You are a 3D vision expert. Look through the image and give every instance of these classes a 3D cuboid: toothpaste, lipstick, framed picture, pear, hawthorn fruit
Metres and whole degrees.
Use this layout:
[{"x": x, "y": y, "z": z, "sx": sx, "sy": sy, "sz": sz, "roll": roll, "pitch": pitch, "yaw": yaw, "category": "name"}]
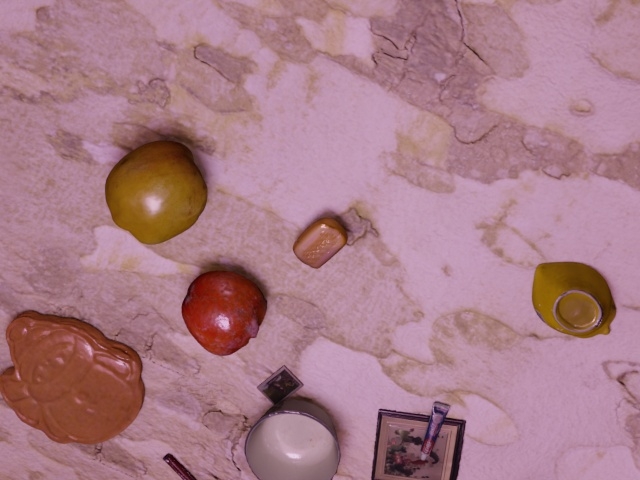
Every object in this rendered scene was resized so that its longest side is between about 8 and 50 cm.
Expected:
[{"x": 0.245, "y": 0.420, "z": 1.634, "sx": 0.037, "sy": 0.021, "sz": 0.139, "roll": 17, "pitch": 103, "yaw": 2, "category": "toothpaste"}, {"x": -0.306, "y": 0.571, "z": 1.769, "sx": 0.027, "sy": 0.027, "sz": 0.176, "roll": -38, "pitch": 98, "yaw": 18, "category": "lipstick"}, {"x": 0.216, "y": 0.474, "z": 1.672, "sx": 0.195, "sy": 0.010, "sz": 0.199, "roll": 6, "pitch": 109, "yaw": 5, "category": "framed picture"}, {"x": -0.091, "y": 0.325, "z": 1.663, "sx": 0.089, "sy": 0.006, "sz": 0.066, "roll": -40, "pitch": 100, "yaw": 18, "category": "framed picture"}, {"x": -0.317, "y": -0.096, "z": 1.455, "sx": 0.200, "sy": 0.200, "sz": 0.199, "roll": 2, "pitch": 109, "yaw": 7, "category": "pear"}, {"x": -0.202, "y": 0.146, "z": 1.534, "sx": 0.173, "sy": 0.173, "sz": 0.172, "roll": 2, "pitch": 109, "yaw": 7, "category": "hawthorn fruit"}]

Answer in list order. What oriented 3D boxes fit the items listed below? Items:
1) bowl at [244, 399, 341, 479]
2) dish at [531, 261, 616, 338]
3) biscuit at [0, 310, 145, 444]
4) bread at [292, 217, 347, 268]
[{"x": -0.055, "y": 0.438, "z": 1.642, "sx": 0.212, "sy": 0.112, "sz": 0.211, "roll": 2, "pitch": 110, "yaw": 6, "category": "bowl"}, {"x": 0.507, "y": 0.131, "z": 1.479, "sx": 0.208, "sy": 0.080, "sz": 0.149, "roll": 41, "pitch": 110, "yaw": -5, "category": "dish"}, {"x": -0.578, "y": 0.323, "z": 1.703, "sx": 0.351, "sy": 0.057, "sz": 0.312, "roll": 34, "pitch": 109, "yaw": -5, "category": "biscuit"}, {"x": 0.000, "y": 0.000, "z": 1.513, "sx": 0.082, "sy": 0.056, "sz": 0.115, "roll": 33, "pitch": 120, "yaw": -16, "category": "bread"}]
